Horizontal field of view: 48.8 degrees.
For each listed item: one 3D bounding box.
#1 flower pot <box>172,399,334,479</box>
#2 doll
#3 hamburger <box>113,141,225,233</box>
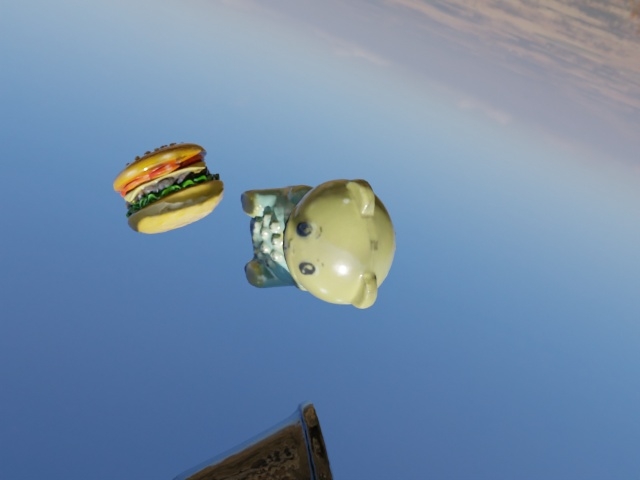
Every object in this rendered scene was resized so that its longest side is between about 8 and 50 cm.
[{"bbox_3d":[-0.098,0.448,1.091,0.250,0.380,0.379,-7,-160,-6],"label":"flower pot"},{"bbox_3d":[0.000,0.000,1.036,0.161,0.177,0.260,-4,-176,-30],"label":"doll"},{"bbox_3d":[-0.222,-0.077,1.041,0.115,0.161,0.162,67,-159,1],"label":"hamburger"}]
